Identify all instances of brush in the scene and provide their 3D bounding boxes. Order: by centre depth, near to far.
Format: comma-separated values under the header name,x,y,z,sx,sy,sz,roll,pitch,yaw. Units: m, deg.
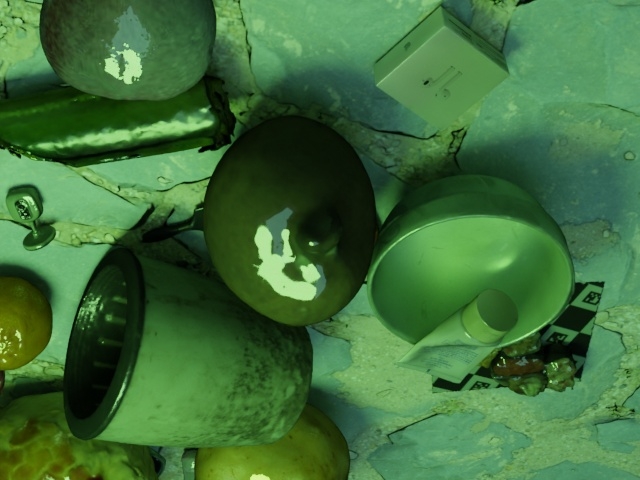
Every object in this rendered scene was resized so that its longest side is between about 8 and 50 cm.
name,x,y,z,sx,sy,sz,roll,pitch,yaw
brush,-0.188,-0.028,1.825,0.193,0.016,0.063,-17,134,12

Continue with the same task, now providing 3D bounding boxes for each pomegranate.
name,x,y,z,sx,sy,sz,roll,pitch,yaw
pomegranate,-0.091,0.420,2.127,0.307,0.307,0.307,-3,136,-2

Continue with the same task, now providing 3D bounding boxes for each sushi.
name,x,y,z,sx,sy,sz,roll,pitch,yaw
sushi,0.336,0.189,2.067,0.294,0.059,0.292,-4,136,0

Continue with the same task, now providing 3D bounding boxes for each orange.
name,x,y,z,sx,sy,sz,roll,pitch,yaw
orange,-0.499,0.135,1.871,0.159,0.136,0.159,-7,118,-13

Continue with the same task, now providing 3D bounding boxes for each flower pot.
name,x,y,z,sx,sy,sz,roll,pitch,yaw
flower pot,-0.200,0.184,1.866,0.330,0.293,0.293,13,134,-28

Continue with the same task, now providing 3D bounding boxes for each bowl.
name,x,y,z,sx,sy,sz,roll,pitch,yaw
bowl,0.218,0.018,1.803,0.307,0.163,0.307,-2,137,-2

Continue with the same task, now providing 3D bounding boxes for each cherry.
name,x,y,z,sx,sy,sz,roll,pitch,yaw
cherry,-0.233,-0.268,1.452,0.213,0.183,0.266,0,139,-13

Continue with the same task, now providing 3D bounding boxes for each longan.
name,x,y,z,sx,sy,sz,roll,pitch,yaw
longan,-0.038,-0.027,1.659,0.243,0.300,0.300,-26,139,-17

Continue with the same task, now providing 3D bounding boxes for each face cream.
name,x,y,z,sx,sy,sz,roll,pitch,yaw
face cream,0.210,0.153,1.803,0.114,0.070,0.224,18,145,-15

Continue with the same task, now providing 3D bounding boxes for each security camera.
name,x,y,z,sx,sy,sz,roll,pitch,yaw
security camera,-0.436,-0.035,1.776,0.058,0.058,0.092,-15,127,10

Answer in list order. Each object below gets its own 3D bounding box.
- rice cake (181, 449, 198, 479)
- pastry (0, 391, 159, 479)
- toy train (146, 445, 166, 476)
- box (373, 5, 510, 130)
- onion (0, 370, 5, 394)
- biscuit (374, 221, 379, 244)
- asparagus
name,x,y,z,sx,sy,sz,roll,pitch,yaw
rice cake,-0.238,0.526,2.365,0.073,0.056,0.365,0,136,-5
pastry,-0.469,0.456,2.039,0.389,0.312,0.388,5,113,11
toy train,-0.438,0.469,2.265,0.407,0.088,0.086,-33,119,26
box,0.163,-0.232,1.619,0.130,0.051,0.129,31,126,-31
onion,-0.637,0.236,1.955,0.230,0.163,0.230,-1,123,-1
biscuit,0.000,0.001,1.864,0.188,0.027,0.187,-3,136,-3
asparagus,-0.309,-0.157,1.619,0.382,0.108,0.128,-9,137,7
